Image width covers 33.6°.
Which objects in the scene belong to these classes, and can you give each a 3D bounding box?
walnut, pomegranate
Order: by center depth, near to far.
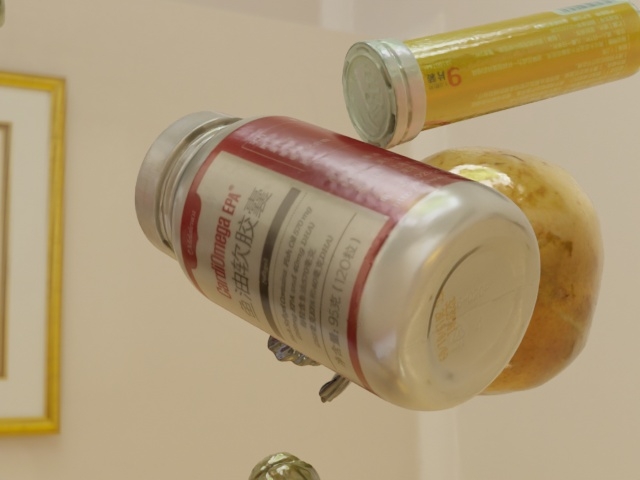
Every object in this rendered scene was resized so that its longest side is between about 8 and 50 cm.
[{"bbox_3d":[-0.037,0.254,1.041,0.092,0.092,0.092,-8,-99,58],"label":"walnut"},{"bbox_3d":[0.185,0.038,1.195,0.307,0.307,0.307,-8,-99,58],"label":"pomegranate"}]

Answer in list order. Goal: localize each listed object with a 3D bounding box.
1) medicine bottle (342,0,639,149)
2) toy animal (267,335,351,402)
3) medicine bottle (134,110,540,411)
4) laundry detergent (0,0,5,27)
[{"bbox_3d":[0.127,-0.122,0.742,0.074,0.218,0.074,47,-35,48],"label":"medicine bottle"},{"bbox_3d":[0.050,0.048,0.916,0.179,0.218,0.116,-34,-102,27],"label":"toy animal"},{"bbox_3d":[0.000,0.000,0.641,0.250,0.131,0.131,24,-72,42],"label":"medicine bottle"},{"bbox_3d":[-0.462,-0.268,1.010,0.105,0.281,0.214,144,-71,-72],"label":"laundry detergent"}]
